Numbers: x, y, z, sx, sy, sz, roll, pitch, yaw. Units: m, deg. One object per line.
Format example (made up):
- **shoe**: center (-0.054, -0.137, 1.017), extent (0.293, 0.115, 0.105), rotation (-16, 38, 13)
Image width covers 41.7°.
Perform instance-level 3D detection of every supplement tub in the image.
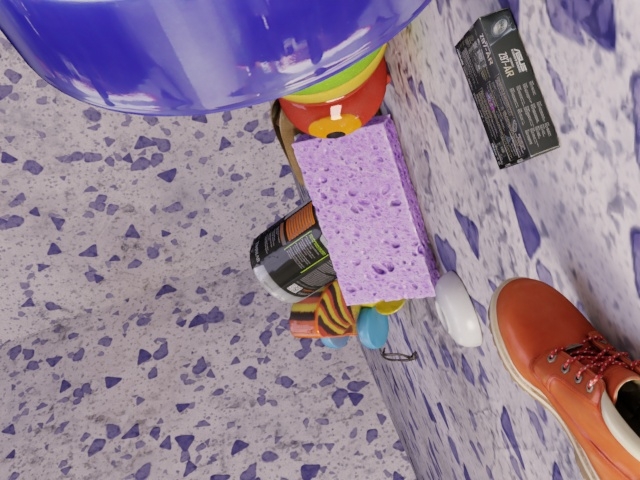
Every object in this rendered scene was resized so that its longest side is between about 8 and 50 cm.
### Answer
- **supplement tub**: center (0.000, 0.000, 1.184), extent (0.117, 0.190, 0.117), rotation (31, -138, -32)

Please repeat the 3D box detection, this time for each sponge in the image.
- **sponge**: center (0.053, -0.029, 0.942), extent (0.031, 0.117, 0.210), rotation (-47, -56, -53)

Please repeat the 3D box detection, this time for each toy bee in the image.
- **toy bee**: center (0.051, 0.098, 1.362), extent (0.298, 0.195, 0.162), rotation (47, -135, -71)

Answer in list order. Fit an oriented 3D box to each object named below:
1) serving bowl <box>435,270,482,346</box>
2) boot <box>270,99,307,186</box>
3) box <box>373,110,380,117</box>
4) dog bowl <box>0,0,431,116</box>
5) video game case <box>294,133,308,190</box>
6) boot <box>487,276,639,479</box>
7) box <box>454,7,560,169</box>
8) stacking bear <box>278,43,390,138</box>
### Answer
- **serving bowl**: center (0.139, 0.075, 0.875), extent (0.083, 0.027, 0.083), rotation (159, 90, -86)
- **boot**: center (-0.012, -0.189, 1.033), extent (0.112, 0.115, 0.305), rotation (-111, 4, -51)
- **box**: center (0.054, -0.087, 1.008), extent (0.054, 0.059, 0.169), rotation (-119, 9, -58)
- **dog bowl**: center (-0.058, -0.192, 0.417), extent (0.104, 0.265, 0.265), rotation (69, 179, -54)
- **video game case**: center (0.010, -0.068, 1.025), extent (0.122, 0.011, 0.087), rotation (45, 157, 41)
- **boot**: center (0.150, 0.072, 0.466), extent (0.158, 0.059, 0.084), rotation (58, 168, 29)
- **box**: center (0.107, -0.086, 0.491), extent (0.067, 0.018, 0.083), rotation (146, 103, -87)
- **stacking bear**: center (-0.008, -0.180, 0.712), extent (0.289, 0.175, 0.164), rotation (54, -156, -71)
